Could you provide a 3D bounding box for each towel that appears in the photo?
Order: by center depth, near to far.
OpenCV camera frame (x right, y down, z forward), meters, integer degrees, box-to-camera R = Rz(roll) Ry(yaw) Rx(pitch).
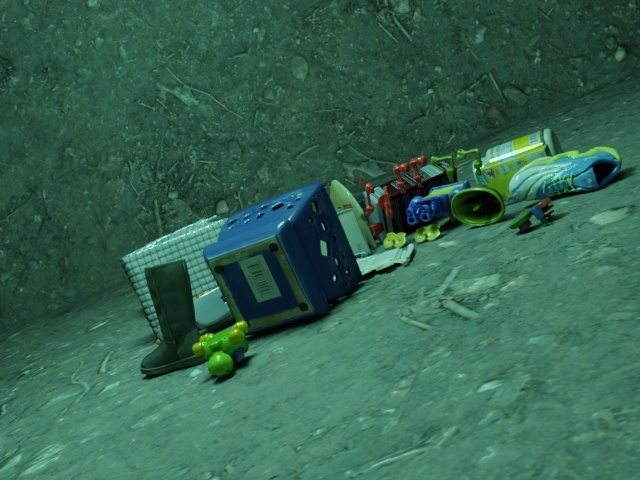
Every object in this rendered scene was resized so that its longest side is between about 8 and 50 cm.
[{"bbox_3d":[-0.326,0.088,1.964,0.284,0.235,0.121,-25,2,-18],"label":"towel"}]

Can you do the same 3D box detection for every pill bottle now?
[{"bbox_3d":[0.507,-0.200,2.018,0.215,0.117,0.117,-18,9,28],"label":"pill bottle"}]

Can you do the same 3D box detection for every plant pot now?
[{"bbox_3d":[-0.083,0.048,1.577,0.236,0.235,0.212,-18,14,26],"label":"plant pot"}]

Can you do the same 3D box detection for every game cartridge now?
[{"bbox_3d":[0.078,0.045,1.859,0.083,0.017,0.056,-16,-13,13],"label":"game cartridge"}]

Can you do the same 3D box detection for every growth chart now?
[{"bbox_3d":[0.101,0.059,1.736,0.237,0.021,0.172,-19,9,25],"label":"growth chart"}]

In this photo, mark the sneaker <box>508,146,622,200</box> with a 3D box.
[{"bbox_3d":[0.520,-0.140,1.661,0.240,0.091,0.126,-20,8,10],"label":"sneaker"}]

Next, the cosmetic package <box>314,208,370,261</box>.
[{"bbox_3d":[0.000,0.000,2.027,0.153,0.129,0.296,-23,8,-14],"label":"cosmetic package"}]

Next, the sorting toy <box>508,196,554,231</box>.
[{"bbox_3d":[0.415,-0.042,1.508,0.102,0.042,0.061,-36,-6,-10],"label":"sorting toy"}]

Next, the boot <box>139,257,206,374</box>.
[{"bbox_3d":[-0.312,0.151,1.557,0.190,0.208,0.076,-19,8,24],"label":"boot"}]

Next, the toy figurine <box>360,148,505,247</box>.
[{"bbox_3d":[0.299,-0.120,1.842,0.363,0.191,0.217,-14,6,42],"label":"toy figurine"}]

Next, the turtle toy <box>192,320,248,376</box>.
[{"bbox_3d":[-0.171,0.196,1.384,0.095,0.066,0.130,-21,8,10],"label":"turtle toy"}]

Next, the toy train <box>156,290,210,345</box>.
[{"bbox_3d":[-0.319,0.173,1.816,0.166,0.046,0.125,-31,-29,-33],"label":"toy train"}]

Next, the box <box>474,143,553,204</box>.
[{"bbox_3d":[0.456,-0.145,1.819,0.179,0.105,0.043,-17,15,33],"label":"box"}]

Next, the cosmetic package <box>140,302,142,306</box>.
[{"bbox_3d":[-0.466,0.125,2.465,0.224,0.138,0.225,-25,9,-17],"label":"cosmetic package"}]

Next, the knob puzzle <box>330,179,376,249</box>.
[{"bbox_3d":[0.080,-0.071,2.041,0.030,0.213,0.213,-26,8,-17],"label":"knob puzzle"}]

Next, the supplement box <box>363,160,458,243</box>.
[{"bbox_3d":[0.237,-0.102,2.006,0.240,0.130,0.073,-23,35,-15],"label":"supplement box"}]

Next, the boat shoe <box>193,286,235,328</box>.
[{"bbox_3d":[-0.178,0.124,1.804,0.258,0.095,0.084,-22,-18,-13],"label":"boat shoe"}]

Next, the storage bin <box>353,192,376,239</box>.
[{"bbox_3d":[0.099,-0.058,2.173,0.084,0.122,0.180,-26,8,-25],"label":"storage bin"}]
